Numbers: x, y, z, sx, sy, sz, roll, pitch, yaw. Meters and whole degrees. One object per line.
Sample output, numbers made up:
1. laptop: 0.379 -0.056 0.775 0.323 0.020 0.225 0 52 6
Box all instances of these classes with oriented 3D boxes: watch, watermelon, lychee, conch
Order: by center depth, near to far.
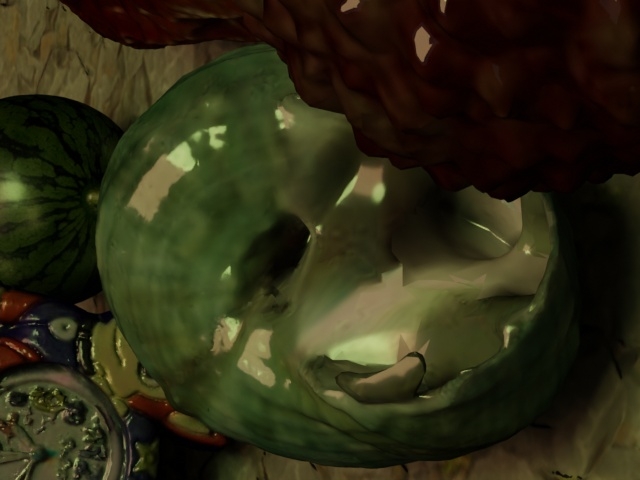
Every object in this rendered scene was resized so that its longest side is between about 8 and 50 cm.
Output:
1. lychee: 0.108 -0.151 0.509 0.306 0.306 0.330 -16 82 52
2. conch: 0.000 0.000 0.757 0.220 0.195 0.277 -52 30 26
3. watch: -0.164 0.110 0.974 0.200 0.196 0.171 168 113 -74
4. watermelon: -0.165 -0.025 1.006 0.187 0.140 0.141 -2 86 46

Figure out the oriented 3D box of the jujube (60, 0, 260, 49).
1. jujube: -0.050 -0.195 0.828 0.342 0.216 0.216 -8 81 61
